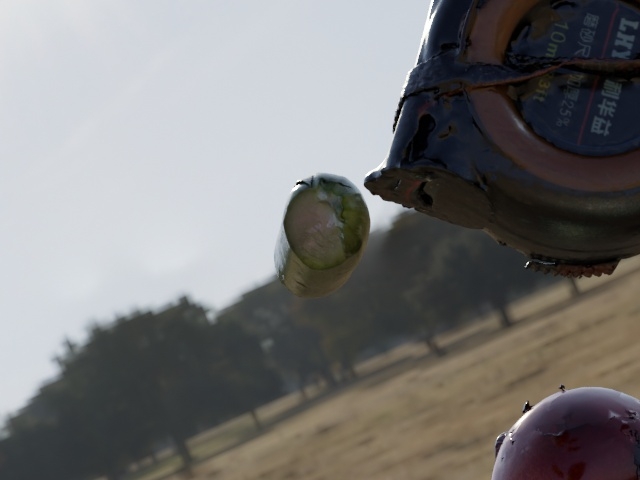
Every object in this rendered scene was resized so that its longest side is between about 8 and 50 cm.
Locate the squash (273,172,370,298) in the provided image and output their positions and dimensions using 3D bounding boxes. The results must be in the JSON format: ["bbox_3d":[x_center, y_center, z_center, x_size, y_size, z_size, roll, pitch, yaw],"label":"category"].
[{"bbox_3d":[0.000,0.000,1.319,0.069,0.069,0.239,-23,-10,-9],"label":"squash"}]

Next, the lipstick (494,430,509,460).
[{"bbox_3d":[0.318,0.209,1.834,0.279,0.073,0.073,-15,2,30],"label":"lipstick"}]

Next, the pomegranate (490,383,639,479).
[{"bbox_3d":[0.265,0.258,1.691,0.210,0.235,0.210,-9,10,2],"label":"pomegranate"}]

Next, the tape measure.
[{"bbox_3d":[0.157,-0.088,1.111,0.223,0.202,0.135,15,-18,3],"label":"tape measure"}]
